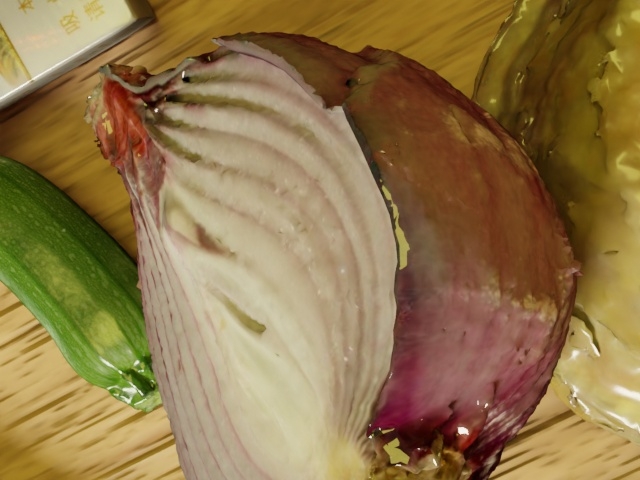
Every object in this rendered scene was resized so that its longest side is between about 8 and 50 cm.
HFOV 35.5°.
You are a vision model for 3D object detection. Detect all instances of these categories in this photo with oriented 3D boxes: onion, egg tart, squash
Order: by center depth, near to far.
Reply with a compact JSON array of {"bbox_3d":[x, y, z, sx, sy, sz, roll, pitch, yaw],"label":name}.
[{"bbox_3d":[0.236,-0.045,0.503,0.352,0.150,0.352,-3,80,15],"label":"egg tart"},{"bbox_3d":[0.000,0.000,0.548,0.349,0.159,0.267,56,134,38],"label":"onion"},{"bbox_3d":[-0.165,0.019,0.636,0.077,0.068,0.219,-45,75,-2],"label":"squash"}]

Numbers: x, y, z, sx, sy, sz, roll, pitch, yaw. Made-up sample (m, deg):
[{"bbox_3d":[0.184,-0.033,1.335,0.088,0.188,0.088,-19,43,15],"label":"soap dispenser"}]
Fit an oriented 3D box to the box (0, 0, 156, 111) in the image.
[{"bbox_3d":[-0.247,-0.154,0.655,0.233,0.067,0.149,-28,98,11],"label":"box"}]
